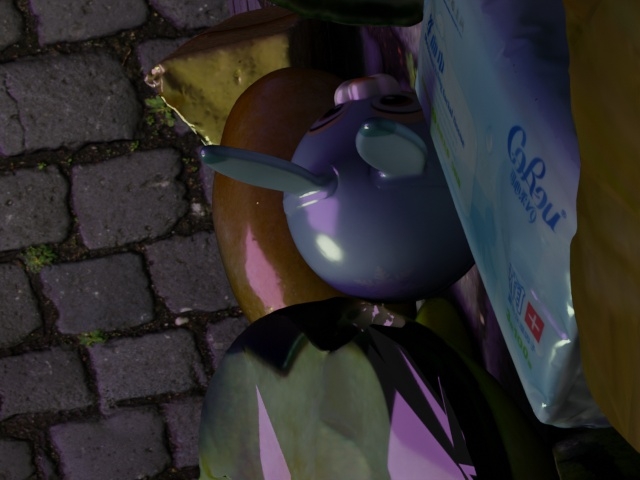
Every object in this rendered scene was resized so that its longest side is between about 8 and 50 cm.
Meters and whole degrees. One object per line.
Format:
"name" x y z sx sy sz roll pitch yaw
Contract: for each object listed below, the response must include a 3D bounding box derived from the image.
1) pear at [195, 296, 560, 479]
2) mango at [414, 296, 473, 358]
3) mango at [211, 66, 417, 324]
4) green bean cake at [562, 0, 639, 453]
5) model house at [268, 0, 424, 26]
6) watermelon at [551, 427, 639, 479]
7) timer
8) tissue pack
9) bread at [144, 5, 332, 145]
"pear" 0.061 0.230 0.845 0.399 0.165 0.399 -5 84 57
"mango" 0.106 0.098 1.026 0.073 0.056 0.108 98 174 -53
"mango" 0.000 0.000 1.145 0.221 0.198 0.384 76 178 -68
"green bean cake" 0.142 -0.036 0.323 0.233 0.124 0.236 -123 24 -72
"model house" 0.005 -0.280 0.859 0.189 0.195 0.214 -97 4 -66
"watermelon" 0.175 0.172 0.615 0.245 0.063 0.119 -113 2 -58
"timer" 0.032 -0.057 0.822 0.255 0.175 0.175 53 -163 -49
"tissue pack" 0.118 -0.053 0.612 0.177 0.089 0.263 92 166 -50
"bread" -0.079 -0.143 1.404 0.263 0.198 0.236 -67 -35 -67
